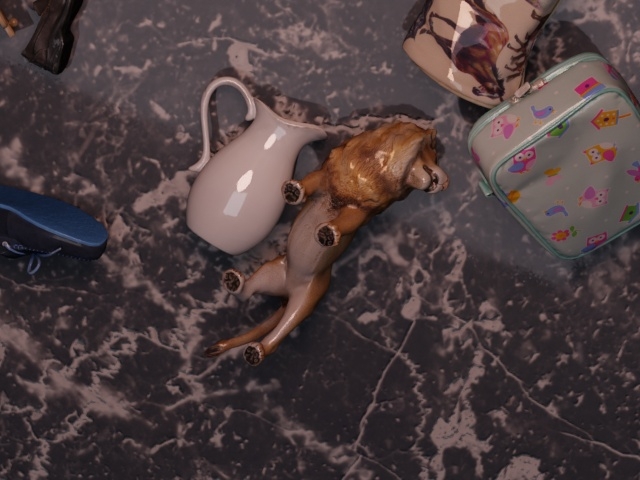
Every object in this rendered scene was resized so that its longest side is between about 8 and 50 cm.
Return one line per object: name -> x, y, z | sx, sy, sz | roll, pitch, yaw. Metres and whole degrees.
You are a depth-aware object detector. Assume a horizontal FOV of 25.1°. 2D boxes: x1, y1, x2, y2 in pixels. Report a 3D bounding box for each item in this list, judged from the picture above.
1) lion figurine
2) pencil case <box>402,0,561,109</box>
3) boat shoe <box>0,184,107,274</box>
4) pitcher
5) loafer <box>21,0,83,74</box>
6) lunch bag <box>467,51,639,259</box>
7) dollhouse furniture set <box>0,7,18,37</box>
lion figurine -> 0.000, 0.000, 1.949 | 0.142, 0.240, 0.392 | 46, 121, 8
pencil case -> 0.263, -0.363, 1.824 | 0.184, 0.160, 0.410 | 30, 106, 9
boat shoe -> -0.417, -0.018, 2.005 | 0.258, 0.109, 0.089 | 20, 114, 14
pitcher -> -0.115, -0.101, 1.946 | 0.178, 0.125, 0.207 | 32, 96, 1
loafer -> -0.356, -0.309, 1.925 | 0.061, 0.062, 0.170 | 19, 105, 2
lunch bag -> 0.324, -0.104, 1.865 | 0.224, 0.108, 0.279 | -33, 136, 15
dollhouse furniture set -> -0.374, -0.354, 1.883 | 0.151, 0.144, 0.123 | -31, 108, -4
